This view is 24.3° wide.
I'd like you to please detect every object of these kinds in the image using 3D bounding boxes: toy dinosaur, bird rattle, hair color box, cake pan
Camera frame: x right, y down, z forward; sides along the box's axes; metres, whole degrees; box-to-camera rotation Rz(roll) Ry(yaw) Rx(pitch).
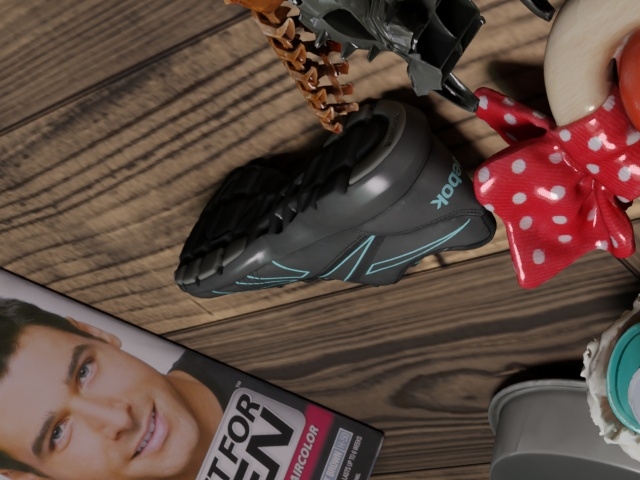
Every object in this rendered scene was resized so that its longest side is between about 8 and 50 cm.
[{"bbox_3d":[0.004,-0.172,0.693,0.218,0.164,0.322,27,172,22],"label":"toy dinosaur"},{"bbox_3d":[0.192,-0.066,0.764,0.254,0.143,0.207,20,141,31],"label":"bird rattle"},{"bbox_3d":[-0.156,0.192,1.296,0.375,0.185,0.113,23,150,-1],"label":"hair color box"},{"bbox_3d":[0.257,0.202,1.135,0.293,0.054,0.293,22,156,10],"label":"cake pan"}]

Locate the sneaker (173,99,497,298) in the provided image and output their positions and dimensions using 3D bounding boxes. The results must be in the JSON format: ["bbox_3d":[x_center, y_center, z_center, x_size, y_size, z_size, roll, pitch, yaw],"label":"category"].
[{"bbox_3d":[0.000,0.000,0.972,0.106,0.101,0.267,35,148,-25],"label":"sneaker"}]

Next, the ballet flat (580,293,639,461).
[{"bbox_3d":[0.367,0.126,0.924,0.409,0.147,0.147,18,150,17],"label":"ballet flat"}]

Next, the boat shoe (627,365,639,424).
[{"bbox_3d":[0.314,0.043,0.812,0.306,0.105,0.113,-29,104,40],"label":"boat shoe"}]
